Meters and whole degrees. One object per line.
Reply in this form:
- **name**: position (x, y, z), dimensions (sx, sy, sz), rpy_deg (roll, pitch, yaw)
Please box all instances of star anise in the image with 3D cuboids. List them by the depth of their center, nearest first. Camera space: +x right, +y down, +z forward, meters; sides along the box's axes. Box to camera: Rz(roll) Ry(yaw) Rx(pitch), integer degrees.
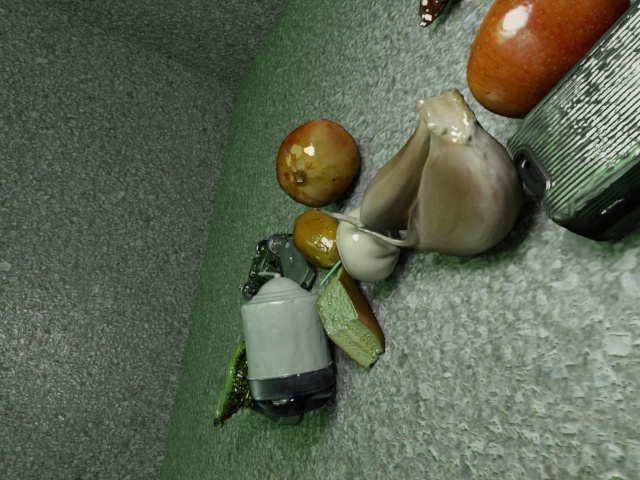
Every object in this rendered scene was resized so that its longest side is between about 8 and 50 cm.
- **star anise**: position (0.317, -0.654, 1.067), dimensions (0.288, 0.088, 0.288), rpy_deg (-58, 16, 28)

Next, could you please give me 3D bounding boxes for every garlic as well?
- **garlic**: position (0.197, -0.062, 0.792), dimensions (0.340, 0.245, 0.232), rpy_deg (-42, 54, 39)

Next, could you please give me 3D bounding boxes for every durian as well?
- **durian**: position (-0.221, 0.403, 1.287), dimensions (0.375, 0.106, 0.132), rpy_deg (-66, 25, 20)

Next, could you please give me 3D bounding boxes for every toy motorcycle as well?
- **toy motorcycle**: position (-0.184, 0.092, 1.600), dimensions (0.205, 0.127, 0.275), rpy_deg (-16, 54, 60)

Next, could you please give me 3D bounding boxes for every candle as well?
- **candle**: position (-0.088, 0.239, 1.106), dimensions (0.221, 0.221, 0.343), rpy_deg (-18, 79, 60)

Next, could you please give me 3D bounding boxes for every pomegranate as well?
- **pomegranate**: position (0.000, -0.236, 1.304), dimensions (0.270, 0.229, 0.252), rpy_deg (-53, -3, -43)

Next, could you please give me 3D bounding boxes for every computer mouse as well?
- **computer mouse**: position (-0.070, 0.079, 1.429), dimensions (0.126, 0.071, 0.231), rpy_deg (-44, 46, 22)

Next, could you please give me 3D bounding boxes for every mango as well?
- **mango**: position (0.000, 0.000, 1.269), dimensions (0.249, 0.151, 0.156), rpy_deg (-130, 29, -54)

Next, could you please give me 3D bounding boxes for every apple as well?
- **apple**: position (0.343, -0.296, 0.670), dimensions (0.173, 0.210, 0.235), rpy_deg (48, 136, 26)

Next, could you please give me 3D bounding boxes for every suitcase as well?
- **suitcase**: position (0.398, -0.156, 0.545), dimensions (0.312, 0.128, 0.202), rpy_deg (-52, 33, 37)

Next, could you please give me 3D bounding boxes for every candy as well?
- **candy**: position (0.061, 0.045, 1.146), dimensions (0.194, 0.062, 0.058), rpy_deg (-49, -12, 11)

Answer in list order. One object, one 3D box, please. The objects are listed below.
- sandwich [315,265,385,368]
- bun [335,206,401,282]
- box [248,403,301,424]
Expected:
- **sandwich**: position (0.062, 0.166, 1.034), dimensions (0.094, 0.096, 0.258), rpy_deg (-46, 49, 25)
- **bun**: position (0.120, 0.006, 0.982), dimensions (0.119, 0.172, 0.173), rpy_deg (-12, 61, 34)
- **box**: position (-0.144, 0.352, 1.384), dimensions (0.373, 0.090, 0.368), rpy_deg (-14, 63, 60)
